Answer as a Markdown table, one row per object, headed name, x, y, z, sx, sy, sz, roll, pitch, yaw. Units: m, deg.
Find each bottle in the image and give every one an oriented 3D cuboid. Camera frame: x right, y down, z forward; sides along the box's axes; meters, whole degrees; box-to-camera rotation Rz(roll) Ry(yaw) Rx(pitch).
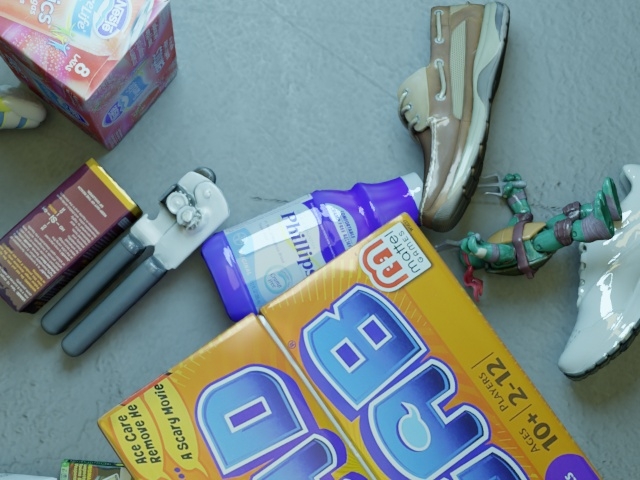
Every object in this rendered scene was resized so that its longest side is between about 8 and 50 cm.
| name | x | y | z | sx | sy | sz | roll | pitch | yaw |
| --- | --- | --- | --- | --- | --- | --- | --- | --- | --- |
| bottle | 0.000 | 0.000 | 1.370 | 0.282 | 0.092 | 0.118 | -22 | 86 | -5 |

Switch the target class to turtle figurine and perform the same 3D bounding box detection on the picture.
| name | x | y | z | sx | sy | sz | roll | pitch | yaw |
| --- | --- | --- | --- | --- | --- | --- | --- | --- | --- |
| turtle figurine | 0.245 | -0.013 | 1.376 | 0.234 | 0.175 | 0.118 | -14 | 120 | 25 |

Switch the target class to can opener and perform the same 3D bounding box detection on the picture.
| name | x | y | z | sx | sy | sz | roll | pitch | yaw |
| --- | --- | --- | --- | --- | --- | --- | --- | --- | --- |
| can opener | -0.219 | 0.028 | 1.364 | 0.280 | 0.093 | 0.074 | -44 | 88 | 3 |

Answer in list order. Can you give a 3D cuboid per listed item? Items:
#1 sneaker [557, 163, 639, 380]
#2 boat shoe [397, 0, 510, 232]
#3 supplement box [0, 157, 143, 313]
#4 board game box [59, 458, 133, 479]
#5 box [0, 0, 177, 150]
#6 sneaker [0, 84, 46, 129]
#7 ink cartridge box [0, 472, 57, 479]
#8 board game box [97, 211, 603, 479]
| name | x | y | z | sx | sy | sz | roll | pitch | yaw |
| --- | --- | --- | --- | --- | --- | --- | --- | --- | --- |
| sneaker | 0.371 | 0.039 | 1.405 | 0.129 | 0.111 | 0.297 | 30 | 81 | 15 |
| boat shoe | 0.151 | -0.156 | 1.364 | 0.116 | 0.123 | 0.324 | 11 | 60 | 9 |
| supplement box | -0.311 | -0.003 | 1.342 | 0.188 | 0.104 | 0.081 | -43 | 90 | -6 |
| board game box | -0.259 | 0.402 | 1.358 | 0.136 | 0.030 | 0.260 | 5 | 86 | -6 |
| box | -0.263 | -0.221 | 1.262 | 0.154 | 0.300 | 0.142 | 38 | 83 | -2 |
| sneaker | -0.459 | -0.138 | 1.362 | 0.240 | 0.091 | 0.126 | 10 | 104 | -4 |
| ink cartridge box | -0.385 | 0.395 | 1.267 | 0.100 | 0.172 | 0.237 | -6 | 85 | 30 |
| board game box | 0.022 | 0.250 | 1.181 | 0.356 | 0.356 | 0.356 | -34 | 82 | -14 |
